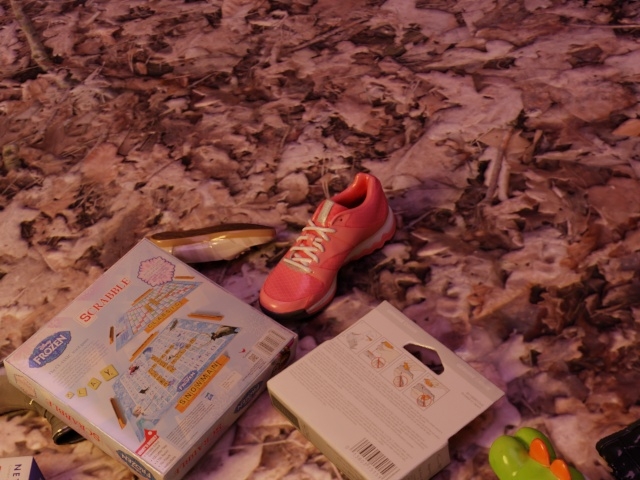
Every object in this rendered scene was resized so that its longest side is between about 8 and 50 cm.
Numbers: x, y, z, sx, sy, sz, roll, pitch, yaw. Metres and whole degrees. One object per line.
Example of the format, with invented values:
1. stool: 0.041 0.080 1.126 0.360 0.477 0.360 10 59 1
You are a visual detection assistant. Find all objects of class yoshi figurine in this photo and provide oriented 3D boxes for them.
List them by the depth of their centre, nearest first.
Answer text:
1. yoshi figurine: 0.315 0.413 1.452 0.203 0.203 0.362 -43 55 24

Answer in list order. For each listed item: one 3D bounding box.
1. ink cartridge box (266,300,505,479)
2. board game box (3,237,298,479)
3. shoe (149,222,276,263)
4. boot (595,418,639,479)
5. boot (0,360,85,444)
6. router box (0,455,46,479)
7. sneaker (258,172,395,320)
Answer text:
1. ink cartridge box: 0.095 0.235 1.720 0.239 0.060 0.275 -33 47 -23
2. board game box: -0.255 0.181 1.785 0.318 0.066 0.319 32 54 20
3. shoe: -0.185 0.008 2.019 0.219 0.058 0.076 -6 13 0
4. boot: 0.447 0.298 1.595 0.121 0.045 0.099 -24 42 -4
5. boot: -0.428 0.252 1.796 0.246 0.083 0.161 -25 51 -12
6. router box: -0.551 0.466 1.592 0.301 0.082 0.335 -6 44 5
7. sneaker: 0.000 0.000 1.925 0.116 0.136 0.314 24 54 32
